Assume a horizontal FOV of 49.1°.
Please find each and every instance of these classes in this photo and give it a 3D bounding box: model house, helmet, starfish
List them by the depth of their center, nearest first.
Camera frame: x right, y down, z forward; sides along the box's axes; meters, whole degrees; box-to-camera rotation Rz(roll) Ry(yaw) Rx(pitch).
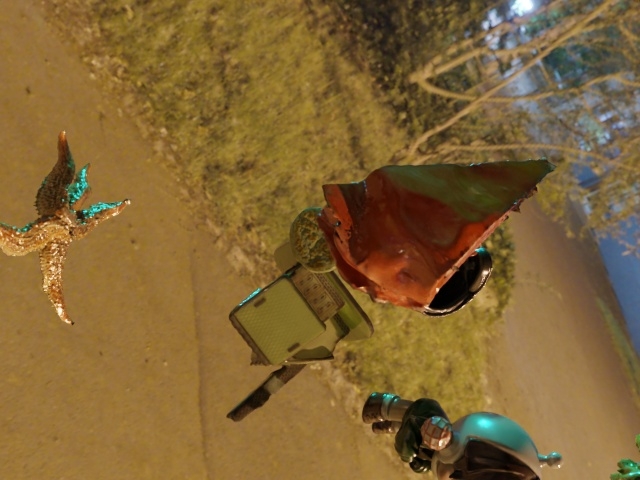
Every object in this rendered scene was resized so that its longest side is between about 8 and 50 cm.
[{"bbox_3d":[-0.089,0.160,1.202,0.278,0.205,0.218,-37,93,-22],"label":"model house"},{"bbox_3d":[-0.469,-0.040,1.328,0.301,0.084,0.294,67,31,-45],"label":"starfish"},{"bbox_3d":[0.223,0.046,1.409,0.189,0.193,0.216,-2,85,-24],"label":"helmet"}]

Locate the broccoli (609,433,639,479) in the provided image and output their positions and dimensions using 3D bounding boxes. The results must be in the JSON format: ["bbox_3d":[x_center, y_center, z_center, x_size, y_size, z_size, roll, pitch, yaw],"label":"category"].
[{"bbox_3d":[0.474,0.180,0.667,0.280,0.348,0.293,10,13,-45],"label":"broccoli"}]

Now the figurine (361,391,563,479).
[{"bbox_3d":[0.242,0.374,1.268,0.167,0.370,0.281,-54,133,-22],"label":"figurine"}]

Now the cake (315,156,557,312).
[{"bbox_3d":[0.130,-0.016,0.669,0.287,0.098,0.135,-15,55,-32],"label":"cake"}]

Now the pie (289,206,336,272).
[{"bbox_3d":[0.000,0.000,0.872,0.017,0.085,0.085,117,-50,-78],"label":"pie"}]

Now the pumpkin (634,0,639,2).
[{"bbox_3d":[0.541,-0.412,0.852,0.232,0.325,0.242,40,-2,28],"label":"pumpkin"}]
